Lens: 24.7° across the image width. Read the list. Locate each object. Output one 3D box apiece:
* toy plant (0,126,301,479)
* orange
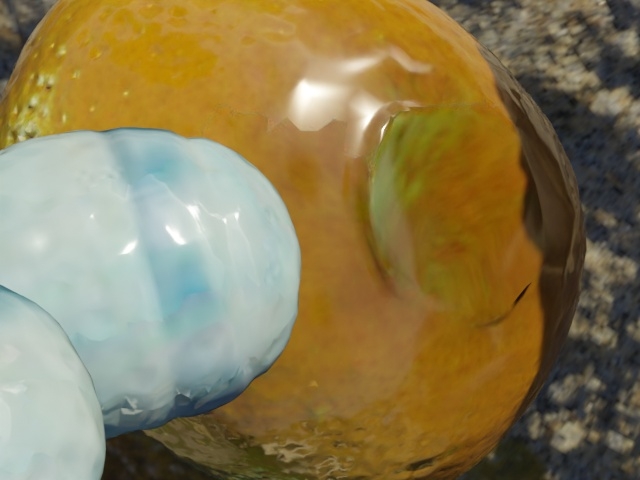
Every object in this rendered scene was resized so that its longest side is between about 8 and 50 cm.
[{"bbox_3d":[-0.166,0.038,0.398,0.332,0.247,0.247,-18,99,-11],"label":"toy plant"},{"bbox_3d":[0.004,0.001,0.736,0.334,0.196,0.262,42,80,-33],"label":"orange"}]
